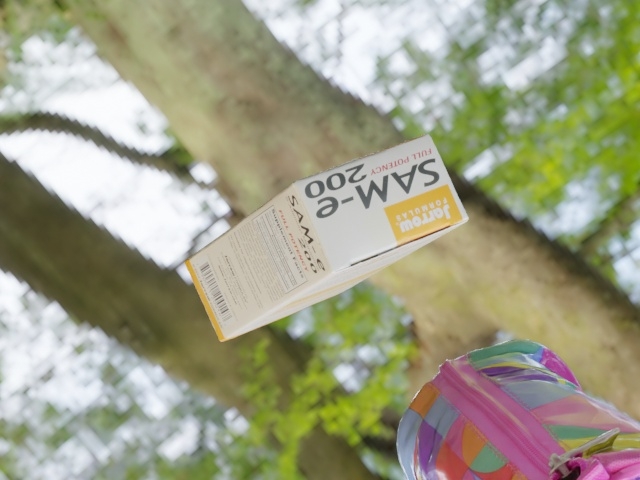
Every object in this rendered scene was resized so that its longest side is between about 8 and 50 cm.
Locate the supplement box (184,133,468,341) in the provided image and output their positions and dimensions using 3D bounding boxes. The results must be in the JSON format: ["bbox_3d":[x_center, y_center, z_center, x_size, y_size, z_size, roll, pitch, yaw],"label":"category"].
[{"bbox_3d":[0.000,0.000,0.678,0.062,0.036,0.098,-21,174,-32],"label":"supplement box"}]

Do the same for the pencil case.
[{"bbox_3d":[0.099,0.104,0.758,0.104,0.104,0.236,-39,-169,-4],"label":"pencil case"}]
